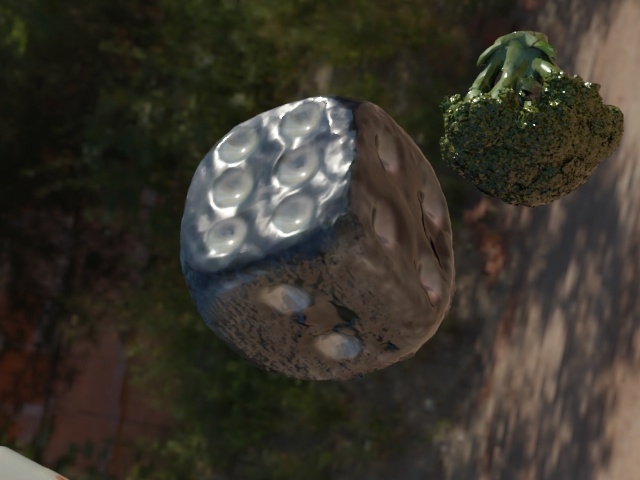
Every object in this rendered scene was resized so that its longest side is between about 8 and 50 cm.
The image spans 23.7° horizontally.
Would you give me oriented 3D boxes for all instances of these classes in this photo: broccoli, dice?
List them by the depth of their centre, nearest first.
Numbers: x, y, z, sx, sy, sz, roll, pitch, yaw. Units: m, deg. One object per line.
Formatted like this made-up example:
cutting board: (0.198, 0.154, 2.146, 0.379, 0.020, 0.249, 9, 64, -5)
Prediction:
broccoli: (0.143, -0.082, 1.052, 0.130, 0.131, 0.120, -23, 63, 55)
dice: (0.000, 0.000, 1.296, 0.183, 0.181, 0.182, 46, -145, -41)

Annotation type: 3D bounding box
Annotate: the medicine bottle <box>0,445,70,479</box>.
medicine bottle: (-0.208, 0.248, 1.020, 0.190, 0.332, 0.190, -62, 0, 0)
